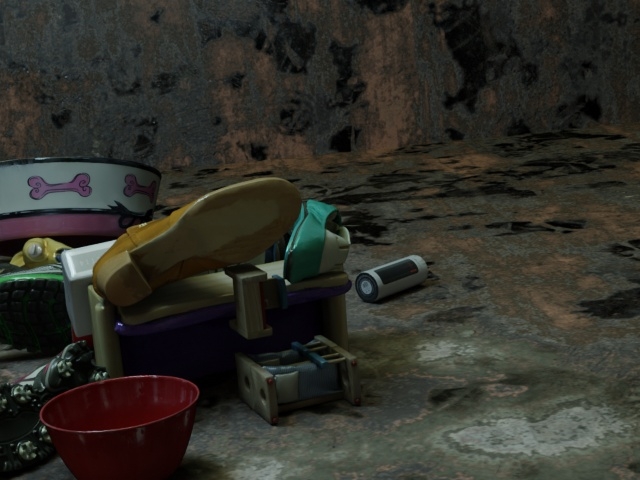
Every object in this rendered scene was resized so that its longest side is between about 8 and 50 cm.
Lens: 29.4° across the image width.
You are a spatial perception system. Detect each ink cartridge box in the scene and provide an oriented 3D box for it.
[{"bbox_3d":[-0.236,0.086,1.864,0.296,0.261,0.066,-13,53,-17],"label":"ink cartridge box"}]

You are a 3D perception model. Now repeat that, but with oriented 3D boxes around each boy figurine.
[{"bbox_3d":[-0.501,0.047,2.324,0.285,0.092,0.177,1,-21,35],"label":"boy figurine"}]

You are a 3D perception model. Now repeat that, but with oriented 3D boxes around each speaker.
[{"bbox_3d":[0.124,0.065,2.107,0.055,0.055,0.136,7,17,44],"label":"speaker"}]

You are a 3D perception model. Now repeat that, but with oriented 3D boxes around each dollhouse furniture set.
[{"bbox_3d":[-0.036,0.124,1.592,0.129,0.183,0.129,-11,14,-21],"label":"dollhouse furniture set"}]

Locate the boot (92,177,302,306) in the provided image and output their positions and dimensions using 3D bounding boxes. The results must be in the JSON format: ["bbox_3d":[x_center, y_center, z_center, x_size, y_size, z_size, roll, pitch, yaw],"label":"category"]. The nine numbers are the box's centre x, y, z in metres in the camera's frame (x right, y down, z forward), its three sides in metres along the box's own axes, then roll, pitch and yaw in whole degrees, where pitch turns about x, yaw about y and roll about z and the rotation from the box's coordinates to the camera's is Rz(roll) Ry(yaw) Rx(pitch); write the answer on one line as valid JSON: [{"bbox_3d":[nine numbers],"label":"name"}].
[{"bbox_3d":[-0.177,-0.012,1.644,0.295,0.104,0.211,-29,15,-6],"label":"boot"}]

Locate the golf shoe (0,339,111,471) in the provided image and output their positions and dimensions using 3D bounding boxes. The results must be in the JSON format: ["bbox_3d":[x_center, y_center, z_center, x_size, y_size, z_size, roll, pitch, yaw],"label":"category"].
[{"bbox_3d":[-0.379,0.227,1.541,0.120,0.105,0.273,-29,2,32],"label":"golf shoe"}]

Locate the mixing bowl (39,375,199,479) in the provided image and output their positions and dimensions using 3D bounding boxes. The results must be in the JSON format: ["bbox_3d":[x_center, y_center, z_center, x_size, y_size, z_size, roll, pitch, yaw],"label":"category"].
[{"bbox_3d":[-0.222,0.229,1.393,0.182,0.098,0.181,-6,12,1],"label":"mixing bowl"}]

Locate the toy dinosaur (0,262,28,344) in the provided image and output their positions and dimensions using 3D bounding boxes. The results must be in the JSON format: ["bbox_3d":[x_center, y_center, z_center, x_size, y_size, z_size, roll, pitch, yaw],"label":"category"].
[{"bbox_3d":[-0.538,0.087,2.047,0.314,0.121,0.160,8,40,31],"label":"toy dinosaur"}]

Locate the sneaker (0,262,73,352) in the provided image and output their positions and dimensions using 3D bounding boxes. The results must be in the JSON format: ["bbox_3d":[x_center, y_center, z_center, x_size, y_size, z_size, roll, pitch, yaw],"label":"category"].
[{"bbox_3d":[-0.393,0.089,1.976,0.344,0.134,0.146,-4,26,-25],"label":"sneaker"}]

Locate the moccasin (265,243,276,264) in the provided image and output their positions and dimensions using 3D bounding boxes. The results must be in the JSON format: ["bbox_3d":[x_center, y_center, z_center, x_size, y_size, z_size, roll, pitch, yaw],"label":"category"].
[{"bbox_3d":[-0.149,-0.011,2.259,0.138,0.117,0.342,-40,21,2],"label":"moccasin"}]

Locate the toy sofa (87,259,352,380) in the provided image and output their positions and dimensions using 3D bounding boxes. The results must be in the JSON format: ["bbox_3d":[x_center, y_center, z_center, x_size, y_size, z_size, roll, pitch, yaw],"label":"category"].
[{"bbox_3d":[-0.136,0.124,1.724,0.363,0.150,0.177,-10,18,-22],"label":"toy sofa"}]

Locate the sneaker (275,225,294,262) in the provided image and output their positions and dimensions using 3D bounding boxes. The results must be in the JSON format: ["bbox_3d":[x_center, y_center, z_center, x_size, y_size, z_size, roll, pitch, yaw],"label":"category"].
[{"bbox_3d":[-0.048,-0.004,2.432,0.118,0.083,0.222,-5,11,-1],"label":"sneaker"}]

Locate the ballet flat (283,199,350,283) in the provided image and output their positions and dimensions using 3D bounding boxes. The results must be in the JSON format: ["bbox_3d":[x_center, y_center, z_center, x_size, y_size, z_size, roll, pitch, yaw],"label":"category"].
[{"bbox_3d":[0.000,0.000,1.720,0.087,0.083,0.247,11,18,0],"label":"ballet flat"}]

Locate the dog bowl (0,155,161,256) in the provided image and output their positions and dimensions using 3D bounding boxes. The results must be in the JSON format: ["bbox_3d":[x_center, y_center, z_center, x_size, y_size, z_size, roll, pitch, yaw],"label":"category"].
[{"bbox_3d":[-0.527,-0.058,2.492,0.408,0.150,0.408,-4,-8,-1],"label":"dog bowl"}]
